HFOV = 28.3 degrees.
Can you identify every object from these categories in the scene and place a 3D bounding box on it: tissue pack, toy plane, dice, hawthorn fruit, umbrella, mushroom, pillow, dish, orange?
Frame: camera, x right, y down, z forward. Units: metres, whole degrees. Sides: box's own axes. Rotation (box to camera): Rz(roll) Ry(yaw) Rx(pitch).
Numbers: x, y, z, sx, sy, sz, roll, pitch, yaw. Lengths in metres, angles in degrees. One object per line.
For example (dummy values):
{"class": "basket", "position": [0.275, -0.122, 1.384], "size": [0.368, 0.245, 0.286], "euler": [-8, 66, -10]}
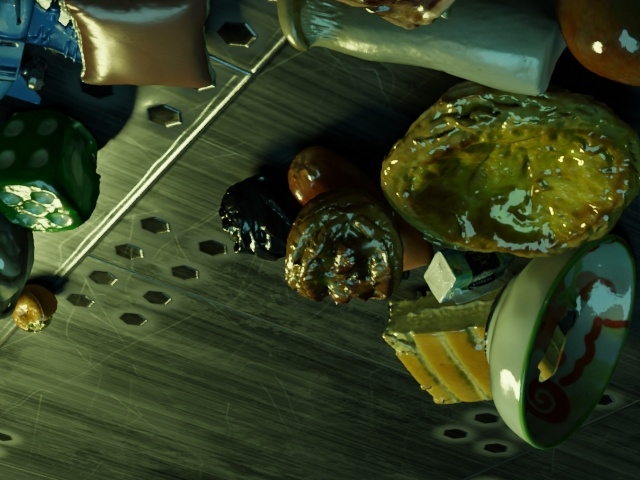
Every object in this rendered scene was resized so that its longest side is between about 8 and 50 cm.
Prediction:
{"class": "tissue pack", "position": [0.223, 0.045, 1.845], "size": [0.111, 0.079, 0.085], "euler": [-20, 157, -23]}
{"class": "toy plane", "position": [-0.376, -0.246, 1.517], "size": [0.254, 0.105, 0.271], "euler": [3, 155, -21]}
{"class": "dice", "position": [-0.376, -0.094, 1.727], "size": [0.120, 0.128, 0.131], "euler": [-3, 148, 16]}
{"class": "hawthorn fruit", "position": [0.359, -0.241, 1.324], "size": [0.199, 0.200, 0.251], "euler": [-12, 160, 28]}
{"class": "umbrella", "position": [0.000, 0.000, 1.851], "size": [0.340, 0.118, 0.118], "euler": [20, 147, -37]}
{"class": "mushroom", "position": [0.117, -0.242, 1.400], "size": [0.328, 0.159, 0.122], "euler": [10, 105, 9]}
{"class": "pillow", "position": [-0.211, -0.245, 1.503], "size": [0.171, 0.075, 0.179], "euler": [-1, 150, -1]}
{"class": "dish", "position": [0.325, 0.128, 1.835], "size": [0.124, 0.324, 0.324], "euler": [21, 159, 34]}
{"class": "orange", "position": [-0.479, 0.111, 2.136], "size": [0.086, 0.062, 0.086], "euler": [9, 112, 24]}

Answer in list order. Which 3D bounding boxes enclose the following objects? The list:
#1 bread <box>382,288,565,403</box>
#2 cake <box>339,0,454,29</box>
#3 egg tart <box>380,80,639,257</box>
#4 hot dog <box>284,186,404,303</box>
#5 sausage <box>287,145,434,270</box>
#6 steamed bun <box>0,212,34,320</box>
{"class": "bread", "position": [0.251, 0.163, 2.037], "size": [0.239, 0.111, 0.246], "euler": [-11, 143, 23]}
{"class": "cake", "position": [0.076, -0.321, 1.130], "size": [0.198, 0.293, 0.196], "euler": [23, 146, -17]}
{"class": "egg tart", "position": [0.244, -0.105, 1.597], "size": [0.341, 0.129, 0.341], "euler": [5, 146, 3]}
{"class": "hot dog", "position": [0.033, 0.019, 1.707], "size": [0.160, 0.099, 0.227], "euler": [2, 152, 5]}
{"class": "sausage", "position": [0.062, -0.040, 1.778], "size": [0.089, 0.083, 0.300], "euler": [-27, 139, 24]}
{"class": "steamed bun", "position": [-0.521, 0.014, 1.782], "size": [0.207, 0.280, 0.268], "euler": [-21, 99, 24]}
